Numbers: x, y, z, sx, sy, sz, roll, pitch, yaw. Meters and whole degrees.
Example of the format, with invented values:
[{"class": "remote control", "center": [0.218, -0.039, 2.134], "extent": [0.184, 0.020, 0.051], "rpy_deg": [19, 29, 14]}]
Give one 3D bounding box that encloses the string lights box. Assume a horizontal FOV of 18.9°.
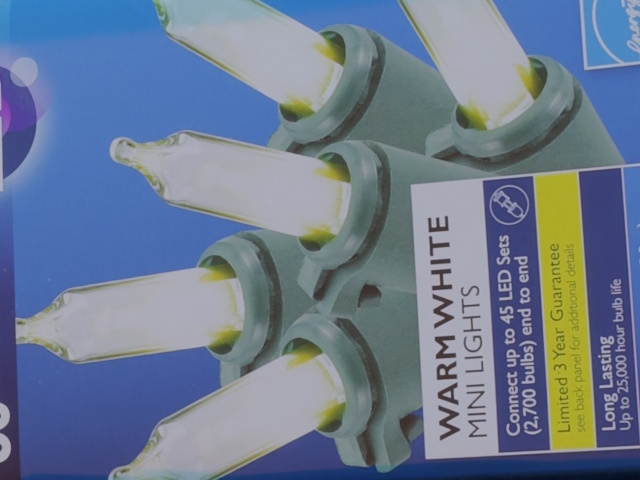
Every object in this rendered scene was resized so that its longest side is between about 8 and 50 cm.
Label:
[{"class": "string lights box", "center": [0.000, 0.000, 0.498], "extent": [0.259, 0.077, 0.133], "rpy_deg": [-5, 82, 16]}]
